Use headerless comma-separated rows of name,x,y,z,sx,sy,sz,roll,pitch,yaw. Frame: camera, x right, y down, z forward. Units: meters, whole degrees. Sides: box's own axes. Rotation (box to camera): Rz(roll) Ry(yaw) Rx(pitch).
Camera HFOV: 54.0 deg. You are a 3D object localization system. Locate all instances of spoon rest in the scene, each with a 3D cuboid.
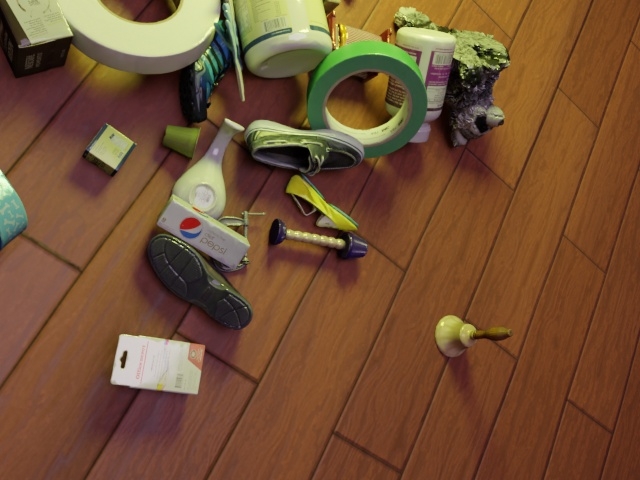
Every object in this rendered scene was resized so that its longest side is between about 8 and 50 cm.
spoon rest,-0.275,-0.164,1.566,0.137,0.084,0.276,26,82,-22

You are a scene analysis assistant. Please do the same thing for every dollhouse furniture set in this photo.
dollhouse furniture set,0.078,-0.665,1.803,0.201,0.152,0.374,4,79,-29

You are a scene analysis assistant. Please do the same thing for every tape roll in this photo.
tape roll,-0.431,-0.568,1.471,0.391,0.072,0.392,8,65,-17
tape roll,0.122,-0.369,1.681,0.321,0.321,0.077,24,38,-24

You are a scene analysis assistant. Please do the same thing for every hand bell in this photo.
hand bell,0.452,0.270,1.786,0.126,0.242,0.126,6,78,-29

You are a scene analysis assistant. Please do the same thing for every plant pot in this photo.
plant pot,-0.343,-0.248,1.539,0.079,0.083,0.083,15,73,-13

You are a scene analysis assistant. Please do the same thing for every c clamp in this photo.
c clamp,-0.207,0.002,1.583,0.137,0.022,0.161,6,87,-28

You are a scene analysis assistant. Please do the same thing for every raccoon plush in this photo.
raccoon plush,0.407,-0.513,1.987,0.216,0.299,0.446,-23,56,-26

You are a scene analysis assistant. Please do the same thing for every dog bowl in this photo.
dog bowl,-0.702,-0.120,1.264,0.074,0.166,0.297,-39,101,-40

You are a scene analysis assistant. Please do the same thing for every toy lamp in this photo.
toy lamp,0.000,0.000,1.681,0.274,0.080,0.080,13,75,-25

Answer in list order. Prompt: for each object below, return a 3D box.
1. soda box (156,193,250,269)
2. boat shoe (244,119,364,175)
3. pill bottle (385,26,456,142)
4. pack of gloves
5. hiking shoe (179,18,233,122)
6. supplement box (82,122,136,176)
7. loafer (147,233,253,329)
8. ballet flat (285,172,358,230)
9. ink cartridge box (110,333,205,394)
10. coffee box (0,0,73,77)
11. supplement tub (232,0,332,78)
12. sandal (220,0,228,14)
soda box,-0.279,-0.020,1.498,0.216,0.069,0.074,32,96,-20
boat shoe,-0.038,-0.224,1.663,0.335,0.121,0.119,5,51,-18
pill bottle,0.277,-0.443,1.804,0.169,0.169,0.302,-7,120,-30
pack of gloves,-0.225,-0.487,1.526,0.046,0.232,0.195,-8,45,-2
hiking shoe,-0.278,-0.439,1.583,0.132,0.113,0.304,6,78,-28
supplement box,-0.489,-0.209,1.454,0.083,0.056,0.083,36,65,-19
loafer,-0.288,0.097,1.506,0.302,0.095,0.109,43,93,-11
ballet flat,-0.002,-0.084,1.705,0.231,0.077,0.077,42,85,-13
ink cartridge box,-0.373,0.281,1.422,0.198,0.067,0.115,15,73,-28
coffee box,-0.660,-0.530,1.355,0.118,0.168,0.297,-26,93,-30
supplement tub,-0.111,-0.616,1.640,0.235,0.235,0.325,-10,85,-30
sandal,-0.299,-0.669,1.635,0.060,0.090,0.219,-33,95,-10
